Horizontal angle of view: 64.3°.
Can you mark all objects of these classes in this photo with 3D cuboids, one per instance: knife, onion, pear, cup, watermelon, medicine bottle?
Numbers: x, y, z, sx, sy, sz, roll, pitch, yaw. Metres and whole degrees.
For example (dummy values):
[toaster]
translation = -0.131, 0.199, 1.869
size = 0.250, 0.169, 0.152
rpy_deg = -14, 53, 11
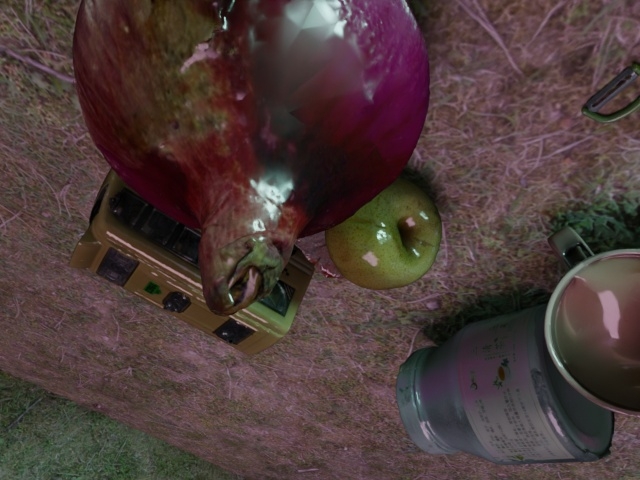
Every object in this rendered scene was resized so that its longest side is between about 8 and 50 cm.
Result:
[knife]
translation = 0.363, -0.188, 0.504
size = 0.054, 0.015, 0.212
rpy_deg = 27, 140, -11
[onion]
translation = -0.062, -0.103, 0.488
size = 0.348, 0.385, 0.348
rpy_deg = -1, 146, 0
[pear]
translation = 0.085, -0.009, 0.710
size = 0.167, 0.167, 0.136
rpy_deg = 44, 161, -29
[cup]
translation = 0.392, 0.098, 0.678
size = 0.191, 0.253, 0.200
rpy_deg = -36, 154, 17
[watermelon]
translation = 0.002, -0.008, 0.810
size = 0.180, 0.094, 0.081
rpy_deg = 39, 142, -2
[medicine bottle]
translation = 0.303, 0.260, 0.878
size = 0.245, 0.245, 0.290
rpy_deg = 39, 136, -23

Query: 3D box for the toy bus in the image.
[toy bus]
translation = -0.203, 0.026, 0.834
size = 0.365, 0.202, 0.177
rpy_deg = 32, 140, -16
